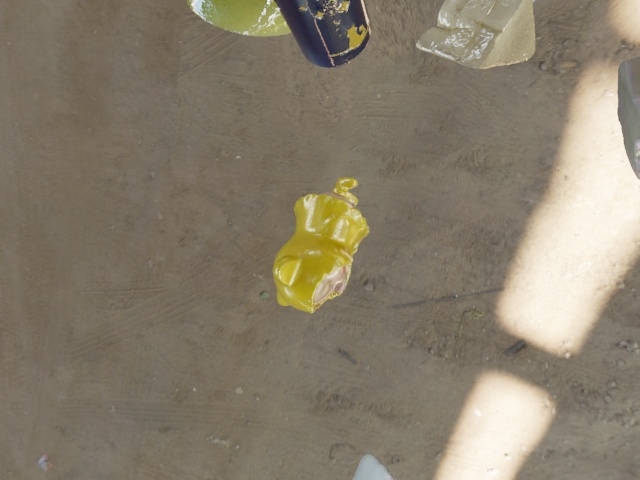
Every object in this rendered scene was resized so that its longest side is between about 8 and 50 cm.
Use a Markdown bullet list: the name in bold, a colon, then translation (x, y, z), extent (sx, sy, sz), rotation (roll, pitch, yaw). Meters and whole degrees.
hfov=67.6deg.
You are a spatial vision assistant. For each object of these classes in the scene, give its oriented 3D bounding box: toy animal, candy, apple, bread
- **toy animal**: translation (0.000, 0.003, 0.788), extent (0.156, 0.229, 0.156), rotation (24, 156, 12)
- **candy**: translation (0.608, -0.227, 0.834), extent (0.137, 0.195, 0.185), rotation (-9, 145, 24)
- **apple**: translation (-0.220, -0.762, 1.391), extent (0.361, 0.320, 0.311), rotation (-4, 113, -19)
- **bread**: translation (0.180, -0.214, 0.533), extent (0.077, 0.152, 0.105), rotation (34, 96, 27)

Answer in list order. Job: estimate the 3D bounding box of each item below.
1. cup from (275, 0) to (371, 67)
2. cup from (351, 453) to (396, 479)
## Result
- **cup**: translation (0.037, -0.494, 0.933), extent (0.255, 0.256, 0.178), rotation (-19, 69, 13)
- **cup**: translation (0.045, 0.373, 0.370), extent (0.163, 0.347, 0.347), rotation (-22, 105, -11)
